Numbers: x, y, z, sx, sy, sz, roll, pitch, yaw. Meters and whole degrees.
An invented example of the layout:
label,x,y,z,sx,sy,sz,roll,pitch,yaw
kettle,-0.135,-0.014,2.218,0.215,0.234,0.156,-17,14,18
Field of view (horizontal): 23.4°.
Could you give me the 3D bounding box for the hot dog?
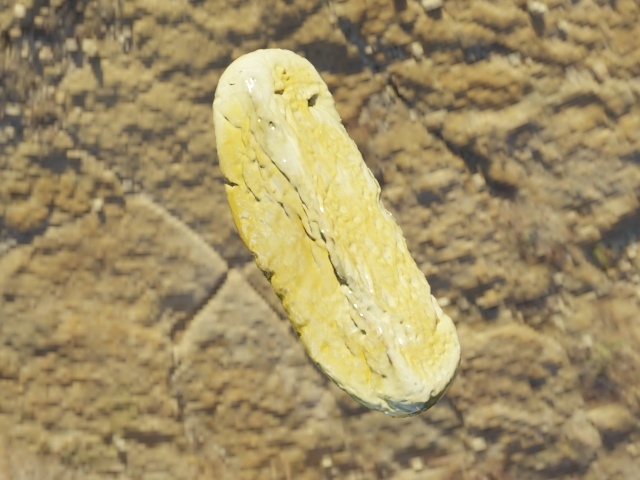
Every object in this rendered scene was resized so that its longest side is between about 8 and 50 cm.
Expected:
label,x,y,z,sx,sy,sz,roll,pitch,yaw
hot dog,0.000,0.000,0.954,0.073,0.084,0.242,-29,88,31
